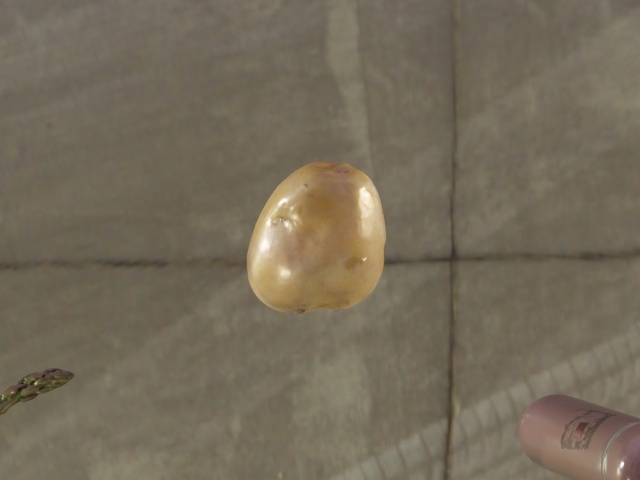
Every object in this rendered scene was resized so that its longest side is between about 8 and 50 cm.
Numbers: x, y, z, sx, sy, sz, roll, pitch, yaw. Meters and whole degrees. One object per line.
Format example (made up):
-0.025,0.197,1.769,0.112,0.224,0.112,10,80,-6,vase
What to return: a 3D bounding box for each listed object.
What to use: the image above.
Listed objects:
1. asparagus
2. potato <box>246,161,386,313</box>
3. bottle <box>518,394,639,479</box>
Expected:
-0.193,0.101,0.758,0.162,0.016,0.016,-32,61,21,asparagus
0.000,0.000,0.692,0.068,0.083,0.062,-16,33,-35,potato
0.180,0.133,0.925,0.053,0.053,0.140,-30,14,-17,bottle
